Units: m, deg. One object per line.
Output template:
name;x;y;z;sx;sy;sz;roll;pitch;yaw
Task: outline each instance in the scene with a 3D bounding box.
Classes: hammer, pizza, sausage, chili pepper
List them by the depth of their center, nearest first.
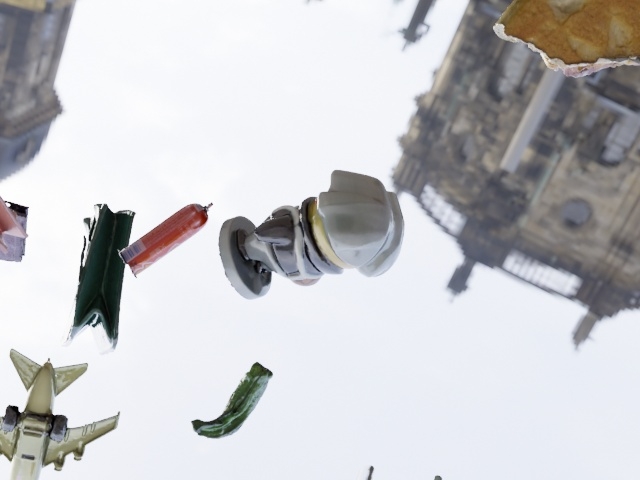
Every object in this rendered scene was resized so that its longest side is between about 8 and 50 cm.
pizza;0.273;-0.196;1.117;0.246;0.058;0.127;-15;-101;2
hammer;0.040;0.222;1.172;0.062;0.017;0.182;-10;179;5
chili pepper;-0.101;0.193;1.515;0.118;0.055;0.035;-39;-145;-20
sausage;-0.205;-0.008;1.761;0.048;0.145;0.050;54;179;16

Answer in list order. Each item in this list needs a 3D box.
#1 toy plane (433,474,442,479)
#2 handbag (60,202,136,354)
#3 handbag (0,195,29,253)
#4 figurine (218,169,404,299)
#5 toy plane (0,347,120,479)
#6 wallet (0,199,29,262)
toy plane;0.187;0.397;1.506;0.262;0.192;0.088;45;-173;38
handbag;-0.374;0.068;2.181;0.089;0.238;0.326;10;170;-11
handbag;-0.476;-0.086;1.697;0.059;0.157;0.212;-39;-127;-11
figurine;0.000;0.000;1.738;0.176;0.236;0.133;31;-133;-56
toy plane;-0.406;0.276;1.828;0.229;0.244;0.092;12;-171;-11
wallet;-0.496;-0.021;1.825;0.166;0.111;0.030;13;-138;-6
